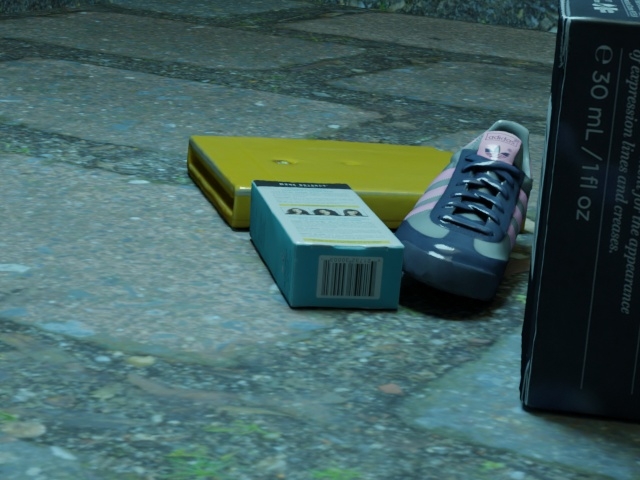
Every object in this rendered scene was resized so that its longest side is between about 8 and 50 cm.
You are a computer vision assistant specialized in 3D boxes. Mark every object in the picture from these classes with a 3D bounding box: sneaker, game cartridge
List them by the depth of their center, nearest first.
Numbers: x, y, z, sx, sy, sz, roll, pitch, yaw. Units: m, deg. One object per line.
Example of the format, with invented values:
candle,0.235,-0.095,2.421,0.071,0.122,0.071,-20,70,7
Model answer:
sneaker,0.143,-0.039,1.526,0.112,0.131,0.319,21,17,3
game cartridge,0.032,-0.063,1.805,0.324,0.052,0.285,3,14,-15

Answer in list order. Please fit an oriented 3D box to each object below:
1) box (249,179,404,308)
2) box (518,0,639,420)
box,0.000,0.000,1.503,0.101,0.060,0.244,2,14,-11
box,0.362,-0.019,1.216,0.396,0.293,0.212,5,15,6
